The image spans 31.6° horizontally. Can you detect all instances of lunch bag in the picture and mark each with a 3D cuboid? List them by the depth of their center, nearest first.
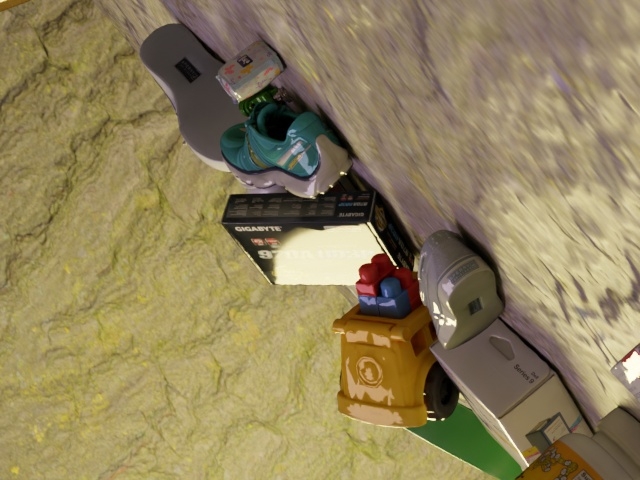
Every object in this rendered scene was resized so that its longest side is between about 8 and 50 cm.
[{"bbox_3d":[-0.085,-0.203,1.359,0.053,0.071,0.083,54,177,-12],"label":"lunch bag"}]

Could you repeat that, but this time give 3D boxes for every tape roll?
[{"bbox_3d":[0.221,0.300,1.854,0.321,0.077,0.321,28,179,1],"label":"tape roll"}]

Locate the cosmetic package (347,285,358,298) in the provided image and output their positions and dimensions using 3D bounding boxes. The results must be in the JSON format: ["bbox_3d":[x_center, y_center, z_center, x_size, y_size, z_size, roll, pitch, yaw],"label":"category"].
[{"bbox_3d":[0.136,0.120,1.830,0.231,0.085,0.117,48,175,-3],"label":"cosmetic package"}]

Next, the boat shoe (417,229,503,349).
[{"bbox_3d":[0.148,0.051,1.243,0.081,0.079,0.227,58,174,24],"label":"boat shoe"}]

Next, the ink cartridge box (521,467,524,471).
[{"bbox_3d":[0.323,0.338,1.537,0.115,0.067,0.198,64,-174,-74],"label":"ink cartridge box"}]

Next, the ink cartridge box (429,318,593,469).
[{"bbox_3d":[0.243,0.200,1.392,0.154,0.093,0.212,46,172,47],"label":"ink cartridge box"}]

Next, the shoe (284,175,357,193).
[{"bbox_3d":[0.022,-0.041,1.600,0.178,0.081,0.063,52,175,-29],"label":"shoe"}]

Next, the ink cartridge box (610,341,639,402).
[{"bbox_3d":[0.255,0.109,0.678,0.150,0.063,0.109,49,175,14],"label":"ink cartridge box"}]

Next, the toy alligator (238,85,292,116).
[{"bbox_3d":[-0.083,-0.190,1.561,0.056,0.051,0.190,50,176,-16],"label":"toy alligator"}]

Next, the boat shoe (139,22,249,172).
[{"bbox_3d":[-0.175,-0.203,1.846,0.367,0.136,0.156,49,177,41],"label":"boat shoe"}]

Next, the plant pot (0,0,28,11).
[{"bbox_3d":[-0.342,-0.373,1.283,0.237,0.254,0.237,49,177,4],"label":"plant pot"}]

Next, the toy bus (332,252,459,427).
[{"bbox_3d":[0.115,0.110,1.485,0.149,0.220,0.211,2,112,37],"label":"toy bus"}]

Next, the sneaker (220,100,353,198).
[{"bbox_3d":[-0.054,-0.135,1.471,0.275,0.107,0.110,14,140,58],"label":"sneaker"}]

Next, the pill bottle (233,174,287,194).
[{"bbox_3d":[-0.036,-0.062,1.673,0.229,0.131,0.131,52,175,-31],"label":"pill bottle"}]

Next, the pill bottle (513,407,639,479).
[{"bbox_3d":[0.250,0.268,1.129,0.117,0.208,0.117,49,176,5],"label":"pill bottle"}]

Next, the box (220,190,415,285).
[{"bbox_3d":[0.000,0.000,1.544,0.220,0.051,0.175,0,149,24],"label":"box"}]
